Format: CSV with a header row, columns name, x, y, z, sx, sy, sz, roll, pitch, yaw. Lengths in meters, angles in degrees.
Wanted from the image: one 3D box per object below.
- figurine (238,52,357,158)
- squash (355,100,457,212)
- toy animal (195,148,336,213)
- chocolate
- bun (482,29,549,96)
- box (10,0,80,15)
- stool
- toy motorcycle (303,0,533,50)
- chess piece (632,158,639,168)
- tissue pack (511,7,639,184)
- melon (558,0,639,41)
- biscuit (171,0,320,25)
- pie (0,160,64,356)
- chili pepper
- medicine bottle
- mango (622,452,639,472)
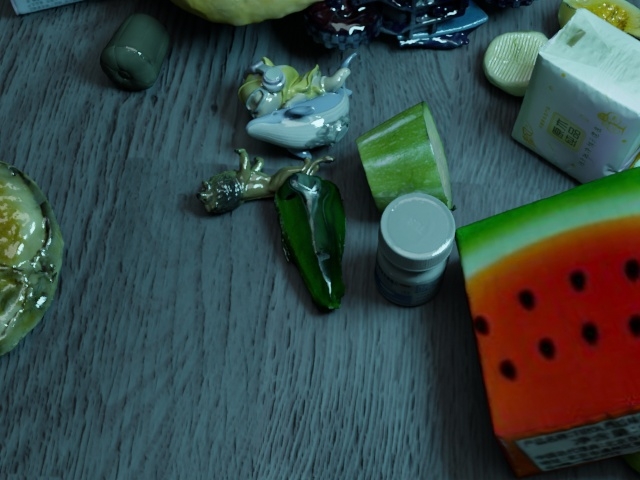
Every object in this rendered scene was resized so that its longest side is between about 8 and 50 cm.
name,x,y,z,sx,sy,sz,roll,pitch,yaw
figurine,-0.030,-0.215,1.501,0.208,0.128,0.184,-36,67,-25
squash,0.128,-0.109,1.434,0.122,0.170,0.170,-18,65,7
toy animal,-0.083,-0.102,1.477,0.219,0.069,0.086,-16,83,-4
chocolate,0.364,0.093,1.252,0.360,0.161,0.342,-20,61,23
bun,0.319,-0.282,1.562,0.115,0.069,0.115,-6,72,18
box,-0.357,-0.513,1.646,0.369,0.112,0.190,-17,67,-8
stool,-0.293,-0.302,1.554,0.096,0.096,0.110,14,59,6
toy motorcycle,0.157,-0.432,1.586,0.415,0.172,0.232,-17,59,-8
chess piece,0.553,0.008,1.372,0.194,0.195,0.299,-40,62,-18
tissue pack,0.401,-0.196,1.433,0.185,0.225,0.124,38,70,17
melon,0.468,-0.346,1.596,0.160,0.079,0.128,28,49,13
biscuit,-0.117,-0.531,1.521,0.429,0.104,0.446,-34,67,-10
pie,-0.529,0.032,1.401,0.338,0.077,0.339,0,68,0
chili pepper,-0.001,0.001,1.426,0.108,0.062,0.216,-8,70,-14
medicine bottle,0.129,0.017,1.360,0.104,0.168,0.105,0,63,0
mango,0.442,0.231,1.297,0.119,0.100,0.178,-20,61,-8
